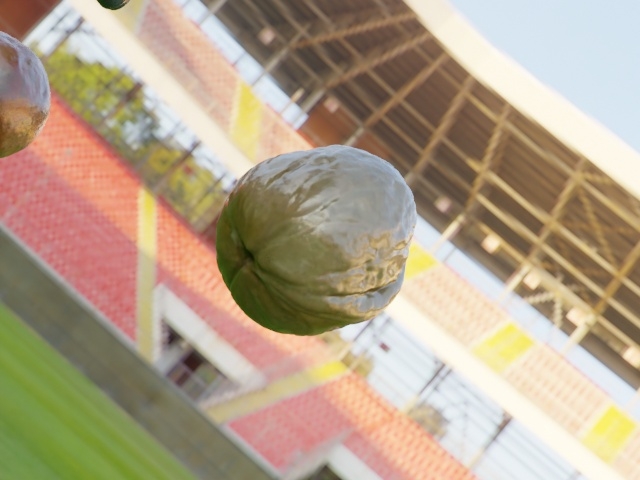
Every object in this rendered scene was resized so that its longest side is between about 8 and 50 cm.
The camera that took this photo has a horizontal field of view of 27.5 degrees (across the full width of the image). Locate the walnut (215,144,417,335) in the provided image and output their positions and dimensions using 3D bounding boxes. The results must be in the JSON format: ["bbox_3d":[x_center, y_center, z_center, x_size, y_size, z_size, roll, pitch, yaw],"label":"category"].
[{"bbox_3d":[-0.001,-0.002,1.849,0.252,0.313,0.277,28,-60,33],"label":"walnut"}]

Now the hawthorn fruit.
[{"bbox_3d":[-0.367,-0.157,1.358,0.149,0.149,0.189,39,7,17],"label":"hawthorn fruit"}]

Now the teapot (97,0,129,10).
[{"bbox_3d":[-0.279,-0.328,1.639,0.063,0.049,0.083,-7,-39,31],"label":"teapot"}]
